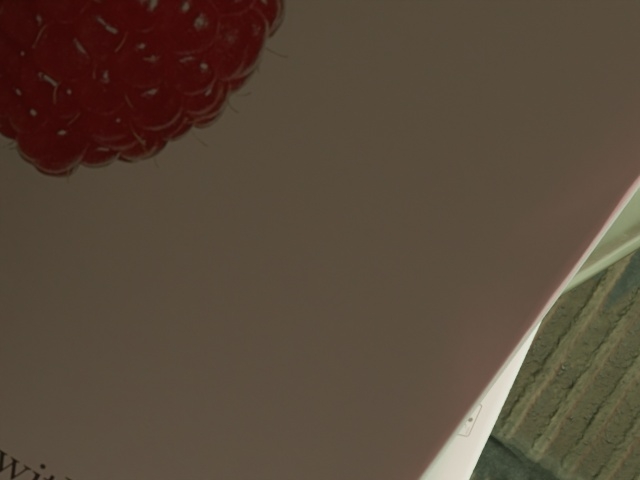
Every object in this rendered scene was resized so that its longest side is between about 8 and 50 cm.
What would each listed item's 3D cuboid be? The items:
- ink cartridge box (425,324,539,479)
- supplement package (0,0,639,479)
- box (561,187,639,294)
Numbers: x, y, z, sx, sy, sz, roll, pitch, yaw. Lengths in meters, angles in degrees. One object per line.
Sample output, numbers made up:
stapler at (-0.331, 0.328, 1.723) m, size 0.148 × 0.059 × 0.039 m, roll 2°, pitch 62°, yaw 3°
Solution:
ink cartridge box at (-0.007, 0.071, 0.844) m, size 0.261 × 0.066 × 0.296 m, roll 44°, pitch -65°, yaw 58°
supplement package at (-0.014, -0.044, 0.443) m, size 0.293 × 0.177 × 0.175 m, roll -57°, pitch -178°, yaw 21°
box at (0.000, 0.000, 0.647) m, size 0.311 × 0.148 × 0.121 m, roll -34°, pitch 172°, yaw 31°
